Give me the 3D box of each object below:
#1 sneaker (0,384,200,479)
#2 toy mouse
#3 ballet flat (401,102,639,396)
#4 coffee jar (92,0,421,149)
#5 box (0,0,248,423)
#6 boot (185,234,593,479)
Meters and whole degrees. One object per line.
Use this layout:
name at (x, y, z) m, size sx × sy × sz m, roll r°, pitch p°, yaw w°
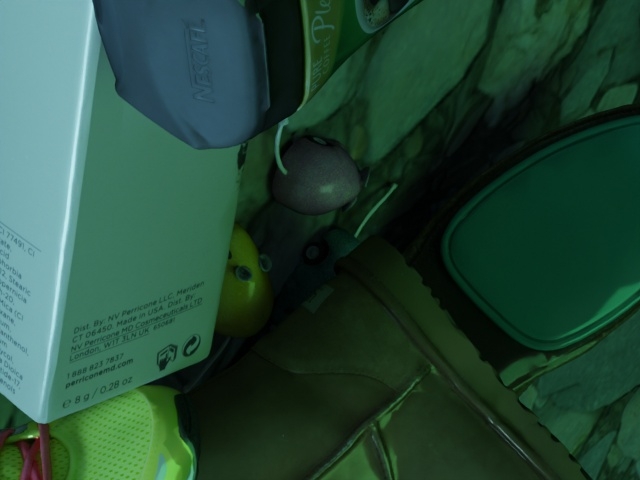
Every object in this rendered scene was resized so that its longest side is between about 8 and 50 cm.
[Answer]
sneaker at (-0.142, 0.112, 0.715) m, size 0.208 × 0.081 × 0.094 m, roll -30°, pitch 136°, yaw 21°
toy mouse at (0.000, 0.000, 0.894) m, size 0.143 × 0.031 × 0.161 m, roll -22°, pitch 134°, yaw -40°
ballet flat at (0.078, 0.051, 0.972) m, size 0.342 × 0.116 × 0.124 m, roll -45°, pitch -179°, yaw -9°
coffee jar at (0.006, -0.112, 0.565) m, size 0.184 × 0.079 × 0.096 m, roll -40°, pitch 148°, yaw -28°
box at (-0.087, -0.079, 0.649) m, size 0.094 × 0.113 × 0.275 m, roll -19°, pitch 134°, yaw -43°
boot at (-0.010, 0.163, 0.849) m, size 0.269 × 0.236 × 0.089 m, roll -41°, pitch 179°, yaw -8°
